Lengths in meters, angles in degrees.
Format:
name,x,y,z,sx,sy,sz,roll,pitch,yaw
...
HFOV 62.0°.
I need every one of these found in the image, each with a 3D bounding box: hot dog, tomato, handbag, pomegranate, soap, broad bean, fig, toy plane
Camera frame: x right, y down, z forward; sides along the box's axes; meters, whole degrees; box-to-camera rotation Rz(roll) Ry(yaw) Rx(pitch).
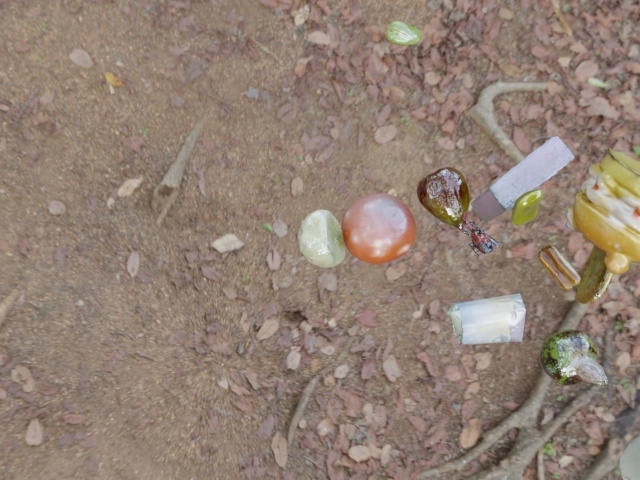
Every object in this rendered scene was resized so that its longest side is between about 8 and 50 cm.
name,x,y,z,sx,sy,sz,roll,pitch,yaw
hot dog,0.794,0.089,1.782,0.045,0.071,0.165,-6,57,-55
tomato,0.201,-0.042,1.829,0.255,0.224,0.256,9,62,-18
handbag,0.371,0.180,1.212,0.173,0.117,0.095,-6,37,4
pomegranate,0.612,0.291,1.276,0.163,0.125,0.138,35,98,34
soap,0.598,-0.096,1.545,0.088,0.140,0.045,-23,58,-6
broad bean,0.178,-0.434,1.120,0.083,0.045,0.063,-7,39,-35
soap,0.671,-0.195,1.808,0.285,0.296,0.107,-39,82,-2
fig,0.450,-0.114,1.805,0.170,0.145,0.274,-34,82,15
toy plane,0.389,-0.014,1.321,0.037,0.060,0.145,-16,47,-15

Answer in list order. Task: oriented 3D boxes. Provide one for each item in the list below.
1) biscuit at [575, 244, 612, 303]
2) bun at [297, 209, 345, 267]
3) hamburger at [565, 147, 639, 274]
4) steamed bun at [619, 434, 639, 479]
name,x,y,z,sx,sy,sz,roll,pitch,yaw
biscuit,0.779,0.070,1.481,0.029,0.118,0.247,30,74,-1
bun,0.000,0.000,1.752,0.127,0.193,0.179,-14,65,22
hamburger,0.730,-0.060,1.261,0.276,0.276,0.237,22,118,-5
steamed bun,0.881,0.591,1.381,0.106,0.183,0.183,38,73,-18
